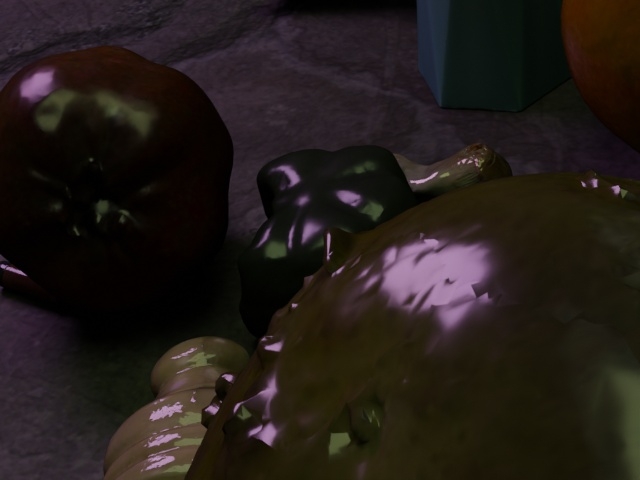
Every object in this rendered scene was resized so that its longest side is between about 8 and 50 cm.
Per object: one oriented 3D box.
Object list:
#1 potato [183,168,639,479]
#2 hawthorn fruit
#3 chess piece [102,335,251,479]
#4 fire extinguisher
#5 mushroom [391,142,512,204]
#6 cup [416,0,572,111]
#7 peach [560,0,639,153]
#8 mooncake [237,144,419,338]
[{"bbox_3d":[0.108,0.162,0.584,0.385,0.319,0.442,-18,55,-13],"label":"potato"},{"bbox_3d":[-0.166,-0.053,1.132,0.208,0.208,0.248,-9,11,3],"label":"hawthorn fruit"},{"bbox_3d":[-0.086,0.169,0.890,0.139,0.124,0.307,-41,27,21],"label":"chess piece"},{"bbox_3d":[-0.232,0.039,1.156,0.083,0.022,0.028,15,83,29],"label":"fire extinguisher"},{"bbox_3d":[0.062,-0.054,1.172,0.202,0.059,0.054,1,69,24],"label":"mushroom"},{"bbox_3d":[0.142,-0.247,1.259,0.134,0.235,0.148,25,52,39],"label":"cup"},{"bbox_3d":[0.340,-0.174,1.087,0.308,0.308,0.332,-30,27,-23],"label":"peach"},{"bbox_3d":[0.000,0.000,1.086,0.168,0.104,0.175,-28,36,-11],"label":"mooncake"}]
